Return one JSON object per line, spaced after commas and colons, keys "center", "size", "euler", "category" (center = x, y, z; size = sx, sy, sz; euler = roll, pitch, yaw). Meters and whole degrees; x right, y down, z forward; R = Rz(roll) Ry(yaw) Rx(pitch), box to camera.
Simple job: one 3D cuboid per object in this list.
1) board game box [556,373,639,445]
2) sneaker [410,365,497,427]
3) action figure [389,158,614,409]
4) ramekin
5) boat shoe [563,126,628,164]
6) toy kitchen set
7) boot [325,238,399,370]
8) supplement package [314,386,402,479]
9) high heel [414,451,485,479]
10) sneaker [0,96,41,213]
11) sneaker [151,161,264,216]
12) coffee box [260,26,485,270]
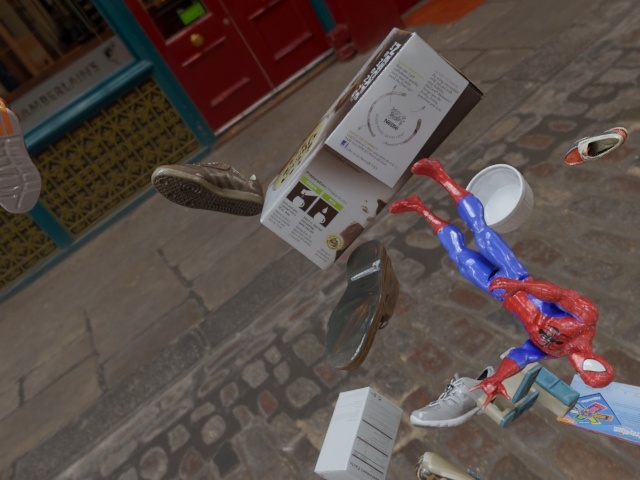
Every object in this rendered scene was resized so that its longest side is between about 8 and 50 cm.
{"center": [0.757, 0.436, 1.503], "size": [0.145, 0.027, 0.281], "euler": [-58, 23, -17], "category": "board game box"}
{"center": [0.338, 0.396, 1.467], "size": [0.281, 0.115, 0.105], "euler": [-10, -12, -27], "category": "sneaker"}
{"center": [0.155, 0.042, 0.568], "size": [0.139, 0.092, 0.280], "euler": [-18, 55, -39], "category": "action figure"}
{"center": [0.556, -0.120, 1.801], "size": [0.207, 0.109, 0.207], "euler": [-29, 48, 38], "category": "ramekin"}
{"center": [0.551, -0.185, 1.181], "size": [0.043, 0.049, 0.137], "euler": [-42, 10, -38], "category": "boat shoe"}
{"center": [0.426, 0.275, 1.132], "size": [0.207, 0.166, 0.122], "euler": [-19, 45, -40], "category": "toy kitchen set"}
{"center": [0.094, 0.132, 1.070], "size": [0.112, 0.115, 0.305], "euler": [-20, 29, 31], "category": "boot"}
{"center": [0.081, 0.413, 1.205], "size": [0.105, 0.105, 0.179], "euler": [-28, 31, 48], "category": "supplement package"}
{"center": [0.164, 0.423, 0.877], "size": [0.093, 0.261, 0.186], "euler": [30, 82, 39], "category": "high heel"}
{"center": [-0.856, -0.246, 1.615], "size": [0.124, 0.321, 0.180], "euler": [-9, 33, -24], "category": "sneaker"}
{"center": [-0.175, -0.090, 0.913], "size": [0.066, 0.188, 0.071], "euler": [-38, 49, 38], "category": "sneaker"}
{"center": [0.057, -0.127, 0.786], "size": [0.297, 0.118, 0.168], "euler": [-49, 15, 17], "category": "coffee box"}
